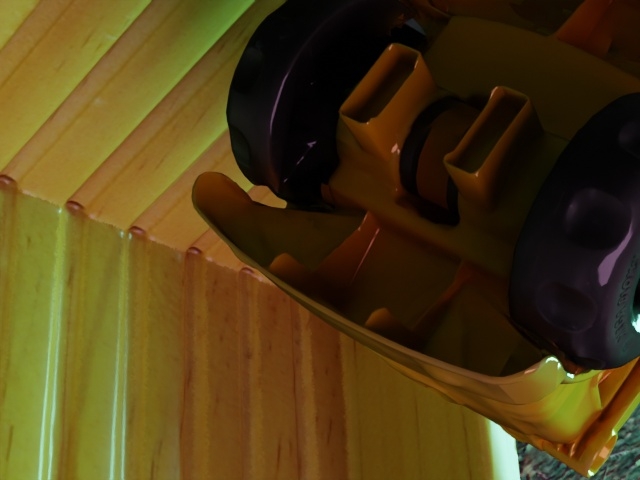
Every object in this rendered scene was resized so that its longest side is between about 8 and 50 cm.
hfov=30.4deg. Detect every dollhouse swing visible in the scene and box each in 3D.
[{"bbox_3d":[0.000,0.000,0.481,0.305,0.315,0.347,-27,144,37],"label":"dollhouse swing"}]

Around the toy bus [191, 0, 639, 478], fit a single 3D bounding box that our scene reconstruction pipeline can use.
[{"bbox_3d":[0.097,-0.029,0.421,0.220,0.149,0.211,-54,143,-9],"label":"toy bus"}]
